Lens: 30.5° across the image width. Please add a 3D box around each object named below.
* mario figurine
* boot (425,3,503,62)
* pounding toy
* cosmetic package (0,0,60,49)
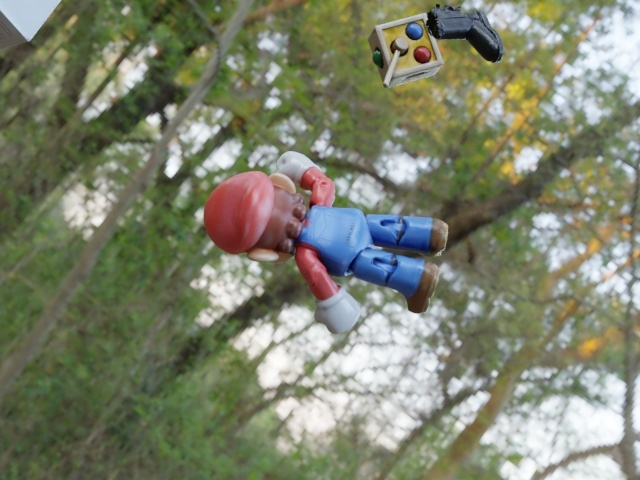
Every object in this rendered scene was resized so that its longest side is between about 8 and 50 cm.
[{"bbox_3d":[0.000,0.000,1.572,0.321,0.170,0.198,16,30,1],"label":"mario figurine"},{"bbox_3d":[0.229,-0.331,1.879,0.045,0.099,0.121,113,-33,-44],"label":"boot"},{"bbox_3d":[0.159,-0.363,2.298,0.100,0.141,0.130,132,-60,-75],"label":"pounding toy"},{"bbox_3d":[-0.289,-0.310,1.088,0.285,0.377,0.097,-5,-44,39],"label":"cosmetic package"}]
